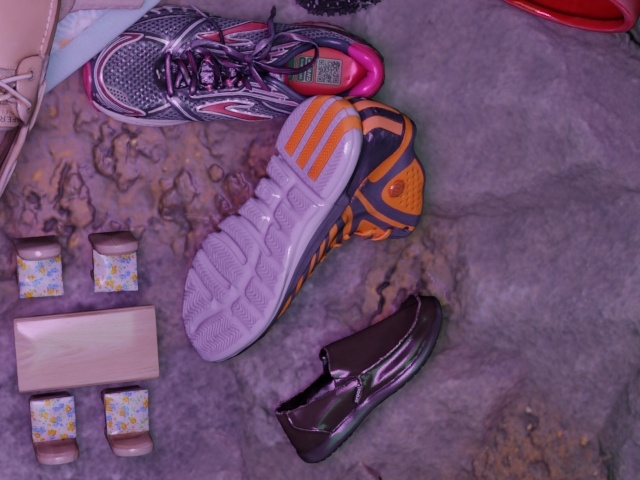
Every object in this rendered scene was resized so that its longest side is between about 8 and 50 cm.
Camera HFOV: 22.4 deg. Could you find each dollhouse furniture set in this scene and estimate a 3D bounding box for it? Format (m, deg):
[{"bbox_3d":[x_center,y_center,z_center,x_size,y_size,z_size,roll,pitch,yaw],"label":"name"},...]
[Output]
[{"bbox_3d":[-0.275,0.113,1.557,0.242,0.161,0.212,-5,99,-13],"label":"dollhouse furniture set"}]

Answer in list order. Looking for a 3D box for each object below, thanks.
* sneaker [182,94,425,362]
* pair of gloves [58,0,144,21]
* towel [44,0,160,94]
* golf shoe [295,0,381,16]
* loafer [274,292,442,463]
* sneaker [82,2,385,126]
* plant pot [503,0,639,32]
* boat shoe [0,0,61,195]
[{"bbox_3d":[0.000,0.000,1.627,0.180,0.124,0.321,4,131,-48],"label":"sneaker"},{"bbox_3d":[-0.255,-0.305,1.427,0.204,0.042,0.240,-16,122,-24],"label":"pair of gloves"},{"bbox_3d":[-0.356,-0.253,1.473,0.374,0.090,0.320,-39,125,-6],"label":"towel"},{"bbox_3d":[0.055,-0.303,1.630,0.198,0.094,0.077,-31,145,13],"label":"golf shoe"},{"bbox_3d":[0.038,0.132,1.680,0.078,0.080,0.220,43,87,-17],"label":"loafer"},{"bbox_3d":[-0.083,-0.174,1.587,0.299,0.112,0.121,-5,100,-13],"label":"sneaker"},{"bbox_3d":[0.252,-0.321,1.613,0.191,0.191,0.174,21,85,-16],"label":"plant pot"},{"bbox_3d":[-0.288,-0.133,1.422,0.109,0.098,0.302,4,128,-34],"label":"boat shoe"}]
